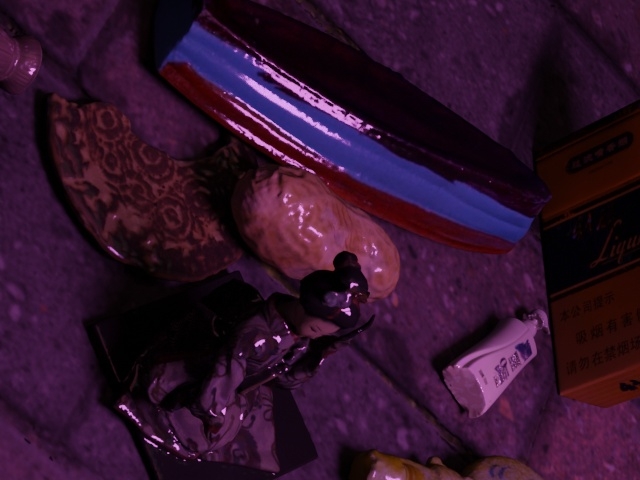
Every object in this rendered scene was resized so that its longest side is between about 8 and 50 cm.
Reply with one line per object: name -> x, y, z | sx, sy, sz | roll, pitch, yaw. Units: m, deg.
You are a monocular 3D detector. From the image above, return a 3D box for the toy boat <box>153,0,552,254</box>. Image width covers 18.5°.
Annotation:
toy boat -> 0.036, -0.089, 1.570 | 0.392, 0.079, 0.136 | 27, 44, -30

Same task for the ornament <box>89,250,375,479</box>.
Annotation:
ornament -> -0.028, 0.080, 1.331 | 0.166, 0.196, 0.153 | -22, 85, -46

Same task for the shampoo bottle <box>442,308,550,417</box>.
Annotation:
shampoo bottle -> 0.150, 0.092, 1.616 | 0.049, 0.034, 0.141 | 54, 41, -2

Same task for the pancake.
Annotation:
pancake -> -0.123, -0.054, 1.434 | 0.190, 0.020, 0.184 | 45, 46, -20

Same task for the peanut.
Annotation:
peanut -> 0.000, 0.000, 1.476 | 0.174, 0.080, 0.080 | 32, 50, -44

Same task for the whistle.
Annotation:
whistle -> 0.104, 0.206, 1.507 | 0.198, 0.057, 0.104 | 20, 46, -29

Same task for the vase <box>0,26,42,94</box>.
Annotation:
vase -> -0.242, -0.133, 1.334 | 0.100, 0.053, 0.053 | 18, 58, -43

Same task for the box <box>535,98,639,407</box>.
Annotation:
box -> 0.269, 0.009, 1.686 | 0.070, 0.152, 0.237 | 15, 61, -39
